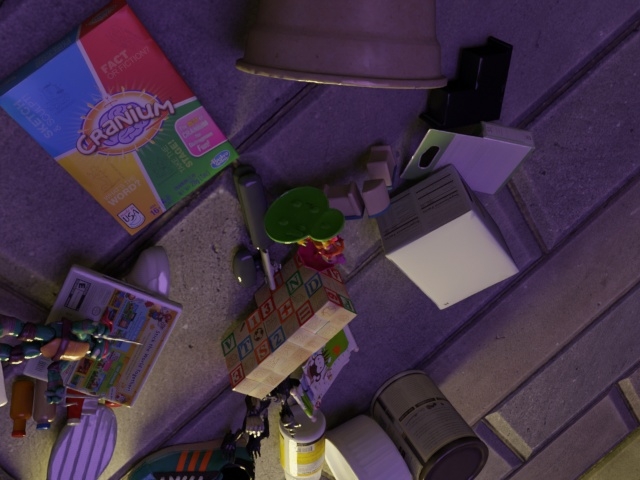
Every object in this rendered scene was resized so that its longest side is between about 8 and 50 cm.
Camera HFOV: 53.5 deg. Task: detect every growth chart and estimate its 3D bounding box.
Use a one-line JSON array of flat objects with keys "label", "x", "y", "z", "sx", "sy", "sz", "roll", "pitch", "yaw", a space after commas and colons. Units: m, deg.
[{"label": "growth chart", "x": 0.011, "y": 0.302, "z": 1.528, "sx": 0.237, "sy": 0.021, "sz": 0.172, "roll": -55, "pitch": 139, "yaw": -20}]

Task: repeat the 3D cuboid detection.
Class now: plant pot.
[{"label": "plant pot", "x": 0.043, "y": -0.405, "z": 0.957, "sx": 0.334, "sy": 0.334, "sz": 0.305, "roll": -6, "pitch": 112, "yaw": -26}]

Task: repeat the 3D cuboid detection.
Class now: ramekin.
[{"label": "ramekin", "x": 0.125, "y": 0.601, "z": 1.685, "sx": 0.135, "sy": 0.277, "sz": 0.277, "roll": -29, "pitch": 131, "yaw": -18}]

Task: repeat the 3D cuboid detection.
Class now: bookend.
[{"label": "bookend", "x": 0.291, "y": -0.317, "z": 1.283, "sx": 0.157, "sy": 0.072, "sz": 0.156, "roll": -14, "pitch": 127, "yaw": -21}]

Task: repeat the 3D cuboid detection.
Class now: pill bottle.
[{"label": "pill bottle", "x": -0.046, "y": 0.533, "z": 1.639, "sx": 0.119, "sy": 0.119, "sz": 0.208, "roll": -14, "pitch": 127, "yaw": -21}]

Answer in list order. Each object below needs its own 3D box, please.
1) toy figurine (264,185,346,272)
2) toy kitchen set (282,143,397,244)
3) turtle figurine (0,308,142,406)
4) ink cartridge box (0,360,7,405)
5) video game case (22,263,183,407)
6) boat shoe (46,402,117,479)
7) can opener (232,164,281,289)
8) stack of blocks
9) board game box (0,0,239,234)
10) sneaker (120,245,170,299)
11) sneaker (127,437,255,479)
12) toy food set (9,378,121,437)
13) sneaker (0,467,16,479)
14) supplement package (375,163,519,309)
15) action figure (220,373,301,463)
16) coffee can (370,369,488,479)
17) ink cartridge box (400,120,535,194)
[{"label": "toy figurine", "x": 0.000, "y": 0.000, "z": 1.212, "sx": 0.130, "sy": 0.173, "sz": 0.159, "roll": -56, "pitch": 141, "yaw": -20}, {"label": "toy kitchen set", "x": 0.048, "y": -0.096, "z": 1.308, "sx": 0.207, "sy": 0.166, "sz": 0.122, "roll": -4, "pitch": 131, "yaw": 18}, {"label": "turtle figurine", "x": -0.433, "y": 0.185, "z": 1.062, "sx": 0.234, "sy": 0.118, "sz": 0.175, "roll": 14, "pitch": 109, "yaw": -34}, {"label": "ink cartridge box", "x": -0.721, "y": 0.201, "z": 1.044, "sx": 0.354, "sy": 0.119, "sz": 0.207, "roll": -6, "pitch": 122, "yaw": -25}, {"label": "video game case", "x": -0.392, "y": 0.177, "z": 1.149, "sx": 0.206, "sy": 0.026, "sz": 0.227, "roll": 25, "pitch": 102, "yaw": -20}, {"label": "boat shoe", "x": -0.532, "y": 0.492, "z": 1.351, "sx": 0.121, "sy": 0.119, "sz": 0.335, "roll": 22, "pitch": 90, "yaw": -24}, {"label": "can opener", "x": -0.134, "y": -0.011, "z": 1.254, "sx": 0.093, "sy": 0.074, "sz": 0.280, "roll": -17, "pitch": 127, "yaw": -17}, {"label": "stack of blocks", "x": -0.078, "y": 0.173, "z": 1.342, "sx": 0.297, "sy": 0.171, "sz": 0.087, "roll": -44, "pitch": 131, "yaw": 19}, {"label": "board game box", "x": -0.318, "y": -0.190, "z": 1.039, "sx": 0.242, "sy": 0.064, "sz": 0.316, "roll": -37, "pitch": 131, "yaw": -2}, {"label": "sneaker", "x": -0.392, "y": 0.137, "z": 1.190, "sx": 0.169, "sy": 0.108, "sz": 0.292, "roll": 5, "pitch": 119, "yaw": -35}, {"label": "sneaker", "x": -0.299, "y": 0.560, "z": 1.516, "sx": 0.302, "sy": 0.121, "sz": 0.108, "roll": -7, "pitch": 123, "yaw": -25}, {"label": "toy food set", "x": -0.475, "y": 0.324, "z": 1.242, "sx": 0.232, "sy": 0.104, "sz": 0.111, "roll": 10, "pitch": 150, "yaw": -31}, {"label": "sneaker", "x": -0.701, "y": 0.570, "z": 1.310, "sx": 0.150, "sy": 0.135, "sz": 0.365, "roll": -21, "pitch": 120, "yaw": -6}, {"label": "supplement package", "x": 0.279, "y": 0.000, "z": 1.403, "sx": 0.204, "sy": 0.145, "sz": 0.262, "roll": -30, "pitch": 135, "yaw": 20}, {"label": "action figure", "x": -0.125, "y": 0.411, "z": 1.502, "sx": 0.164, "sy": 0.141, "sz": 0.275, "roll": 14, "pitch": 116, "yaw": -33}, {"label": "coffee can", "x": 0.285, "y": 0.511, "z": 1.703, "sx": 0.202, "sy": 0.275, "sz": 0.201, "roll": -14, "pitch": 127, "yaw": -20}, {"label": "ink cartridge box", "x": 0.307, "y": -0.181, "z": 1.352, "sx": 0.235, "sy": 0.056, "sz": 0.171, "roll": 10, "pitch": 147, "yaw": -11}]
